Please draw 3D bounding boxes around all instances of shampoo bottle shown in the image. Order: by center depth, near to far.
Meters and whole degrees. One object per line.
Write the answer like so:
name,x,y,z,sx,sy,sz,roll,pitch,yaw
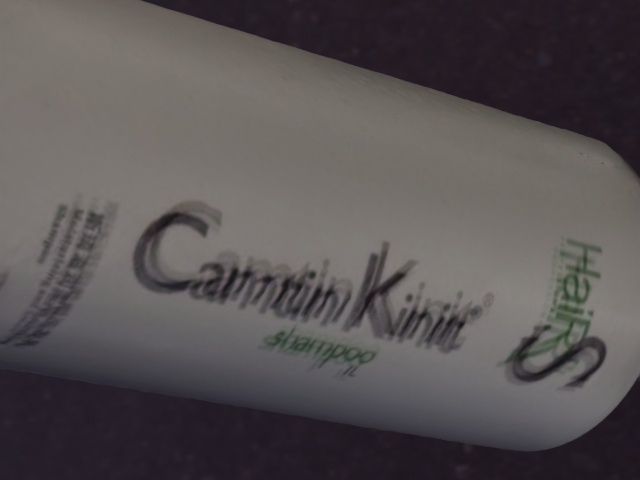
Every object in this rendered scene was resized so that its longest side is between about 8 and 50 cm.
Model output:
shampoo bottle,0.000,0.000,0.460,0.085,0.262,0.085,-19,65,48
